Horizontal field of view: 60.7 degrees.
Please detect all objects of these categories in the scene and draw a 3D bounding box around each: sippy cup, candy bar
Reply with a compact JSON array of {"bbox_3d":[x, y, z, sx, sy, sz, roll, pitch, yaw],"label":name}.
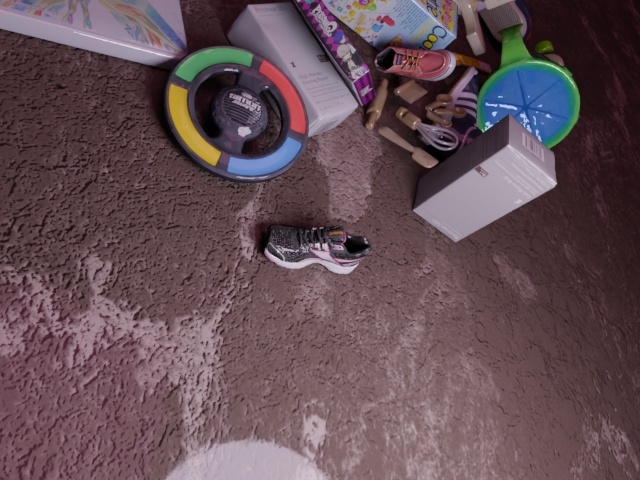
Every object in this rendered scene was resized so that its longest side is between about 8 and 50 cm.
[{"bbox_3d":[0.509,-0.363,1.362,0.240,0.305,0.224,20,37,5],"label":"sippy cup"},{"bbox_3d":[0.414,-0.476,1.480,0.162,0.018,0.040,0,69,-39],"label":"candy bar"}]

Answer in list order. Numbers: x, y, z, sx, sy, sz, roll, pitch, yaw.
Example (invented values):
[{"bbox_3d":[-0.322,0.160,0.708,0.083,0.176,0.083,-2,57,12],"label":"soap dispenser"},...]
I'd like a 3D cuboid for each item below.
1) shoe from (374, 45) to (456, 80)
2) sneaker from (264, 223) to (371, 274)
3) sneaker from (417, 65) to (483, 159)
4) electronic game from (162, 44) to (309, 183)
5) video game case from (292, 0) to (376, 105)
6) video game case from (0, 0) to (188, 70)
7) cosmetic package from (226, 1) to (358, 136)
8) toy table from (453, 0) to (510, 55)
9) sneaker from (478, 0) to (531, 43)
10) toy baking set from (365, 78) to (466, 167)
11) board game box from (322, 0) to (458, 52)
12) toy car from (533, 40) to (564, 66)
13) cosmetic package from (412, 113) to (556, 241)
[{"bbox_3d":[0.194,-0.374,1.152,0.081,0.178,0.063,-2,104,-35],"label":"shoe"},{"bbox_3d":[0.000,0.000,0.826,0.178,0.077,0.071,7,60,-35],"label":"sneaker"},{"bbox_3d":[0.329,-0.270,1.232,0.153,0.099,0.282,39,54,-8],"label":"sneaker"},{"bbox_3d":[-0.124,-0.195,0.832,0.230,0.048,0.229,9,69,-23],"label":"electronic game"},{"bbox_3d":[0.023,-0.356,0.991,0.210,0.042,0.232,55,10,2],"label":"video game case"},{"bbox_3d":[-0.368,-0.408,0.796,0.329,0.036,0.299,3,64,-38],"label":"video game case"},{"bbox_3d":[-0.049,-0.298,0.957,0.117,0.085,0.231,-31,88,-45],"label":"cosmetic package"},{"bbox_3d":[0.349,-0.596,1.326,0.252,0.274,0.160,35,50,-32],"label":"toy table"},{"bbox_3d":[0.539,-0.746,1.675,0.148,0.131,0.349,-11,78,-49],"label":"sneaker"},{"bbox_3d":[0.187,-0.250,1.092,0.197,0.030,0.256,16,51,11],"label":"toy baking set"},{"bbox_3d":[0.157,-0.526,1.213,0.275,0.144,0.142,31,49,-22],"label":"board game box"},{"bbox_3d":[0.639,-0.456,1.604,0.188,0.149,0.154,30,47,-61],"label":"toy car"},{"bbox_3d":[0.299,-0.108,1.021,0.127,0.238,0.107,33,46,-16],"label":"cosmetic package"}]
